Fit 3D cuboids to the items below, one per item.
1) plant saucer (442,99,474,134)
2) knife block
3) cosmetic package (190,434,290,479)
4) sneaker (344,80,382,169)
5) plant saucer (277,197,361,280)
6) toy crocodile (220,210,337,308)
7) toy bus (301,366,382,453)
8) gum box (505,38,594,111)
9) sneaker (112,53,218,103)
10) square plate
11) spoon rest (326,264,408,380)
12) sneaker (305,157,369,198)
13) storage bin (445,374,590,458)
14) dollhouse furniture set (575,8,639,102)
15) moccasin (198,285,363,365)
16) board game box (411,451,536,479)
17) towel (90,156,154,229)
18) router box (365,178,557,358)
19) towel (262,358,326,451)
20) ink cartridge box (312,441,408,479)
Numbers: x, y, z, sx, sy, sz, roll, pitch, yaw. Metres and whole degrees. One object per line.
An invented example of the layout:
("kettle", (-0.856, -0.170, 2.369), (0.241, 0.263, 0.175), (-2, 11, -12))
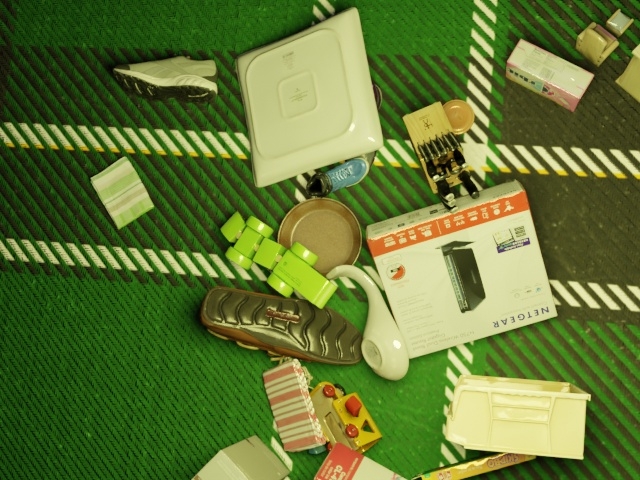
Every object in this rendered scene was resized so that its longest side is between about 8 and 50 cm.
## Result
("plant saucer", (0.315, -0.286, 1.818), (0.083, 0.013, 0.083), (-1, 83, 10))
("knife block", (0.263, -0.158, 1.673), (0.088, 0.276, 0.242), (-22, 77, 7))
("cosmetic package", (-0.167, 0.510, 1.691), (0.127, 0.238, 0.107), (44, 92, 12))
("sneaker", (0.091, -0.267, 1.814), (0.083, 0.098, 0.223), (5, 84, 11))
("plant saucer", (0.000, 0.000, 1.829), (0.199, 0.036, 0.198), (-1, 83, 10))
("toy crocodile", (-0.101, 0.040, 1.770), (0.340, 0.105, 0.115), (31, 89, 28))
("toy bus", (0.049, 0.383, 1.735), (0.191, 0.104, 0.202), (12, 107, 47))
("gum box", (0.501, -0.368, 1.746), (0.188, 0.107, 0.062), (31, 89, 13))
("sneaker", (-0.378, -0.406, 1.930), (0.272, 0.100, 0.108), (7, 70, 8))
("square plate", (-0.044, -0.331, 1.820), (0.347, 0.049, 0.344), (-15, 79, 27))
("spoon rest", (0.114, 0.175, 1.710), (0.084, 0.137, 0.276), (-21, 79, -32))
("sneaker", (0.035, -0.141, 1.793), (0.152, 0.084, 0.058), (-21, 93, 27))
("storage bin", (0.392, 0.350, 1.597), (0.260, 0.262, 0.123), (3, 86, 11))
("dollhouse furniture set", (0.765, -0.461, 1.663), (0.303, 0.198, 0.286), (-45, 78, 2))
("moccasin", (-0.087, 0.207, 1.769), (0.380, 0.147, 0.139), (9, 68, -7))
("board game box", (0.323, 0.478, 1.661), (0.259, 0.124, 0.039), (-16, 75, 9))
("towel", (-0.492, -0.119, 1.943), (0.113, 0.023, 0.152), (-33, 78, 6))
("router box", (0.302, 0.064, 1.672), (0.335, 0.082, 0.301), (-18, 110, 8))
("towel", (-0.062, 0.372, 1.760), (0.144, 0.029, 0.197), (-30, 75, 49))
("ink cartridge box", (0.113, 0.598, 1.638), (0.306, 0.131, 0.226), (27, 122, 14))
